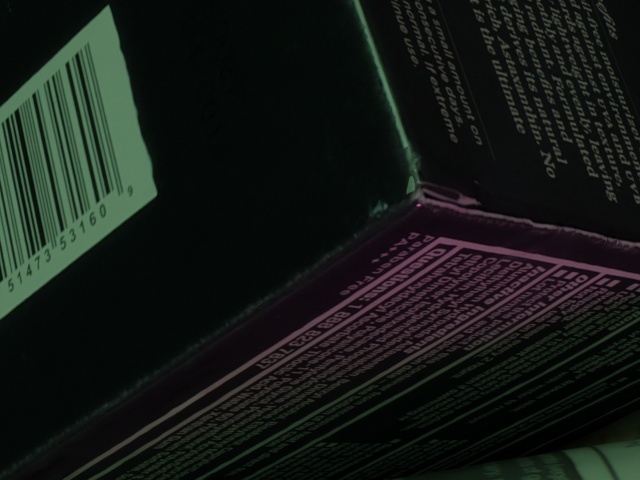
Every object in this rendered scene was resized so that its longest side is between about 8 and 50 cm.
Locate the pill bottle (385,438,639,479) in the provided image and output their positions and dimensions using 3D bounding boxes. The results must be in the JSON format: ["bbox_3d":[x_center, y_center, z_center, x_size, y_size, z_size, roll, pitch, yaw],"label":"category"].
[{"bbox_3d":[0.117,0.174,0.473,0.361,0.204,0.204,-9,70,2],"label":"pill bottle"}]

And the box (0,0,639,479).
[{"bbox_3d":[0.000,0.000,0.547,0.296,0.294,0.183,-33,61,34],"label":"box"}]
